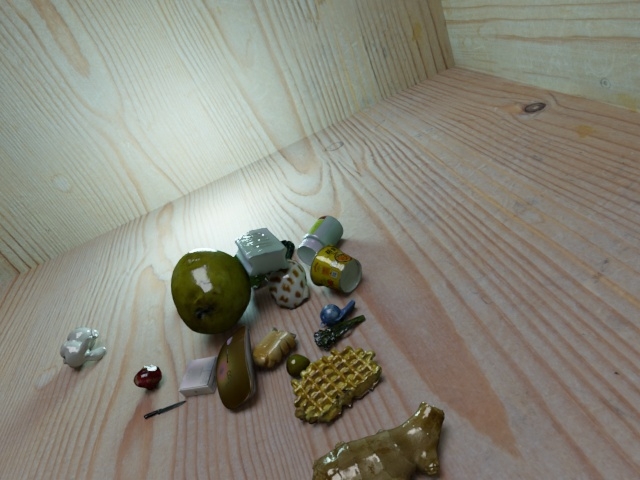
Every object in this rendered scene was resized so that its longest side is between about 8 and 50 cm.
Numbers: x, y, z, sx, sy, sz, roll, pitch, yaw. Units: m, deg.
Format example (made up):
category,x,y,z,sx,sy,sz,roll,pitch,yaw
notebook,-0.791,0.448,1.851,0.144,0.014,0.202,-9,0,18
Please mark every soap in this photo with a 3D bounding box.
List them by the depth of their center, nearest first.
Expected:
category,x,y,z,sx,sy,sz,roll,pitch,yaw
soap,-0.254,0.041,1.950,0.172,0.095,0.289,-12,23,-20

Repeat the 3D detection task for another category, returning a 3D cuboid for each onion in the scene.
category,x,y,z,sx,sy,sz,roll,pitch,yaw
onion,-0.672,0.537,1.824,0.107,0.097,0.107,-21,-8,-3

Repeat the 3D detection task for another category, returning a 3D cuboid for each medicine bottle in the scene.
category,x,y,z,sx,sy,sz,roll,pitch,yaw
medicine bottle,0.000,0.000,2.118,0.139,0.139,0.225,0,39,36

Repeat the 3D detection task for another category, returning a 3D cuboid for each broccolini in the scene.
category,x,y,z,sx,sy,sz,roll,pitch,yaw
broccolini,0.064,0.309,1.668,0.202,0.068,0.091,-35,13,-18

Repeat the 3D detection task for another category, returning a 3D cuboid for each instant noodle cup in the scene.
category,x,y,z,sx,sy,sz,roll,pitch,yaw
instant noodle cup,0.070,0.122,1.859,0.144,0.182,0.182,21,52,40

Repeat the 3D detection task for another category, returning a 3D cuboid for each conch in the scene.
category,x,y,z,sx,sy,sz,roll,pitch,yaw
conch,-0.153,0.158,1.974,0.182,0.149,0.274,-34,34,-23

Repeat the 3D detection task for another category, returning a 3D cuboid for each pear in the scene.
category,x,y,z,sx,sy,sz,roll,pitch,yaw
pear,-0.449,0.202,1.932,0.351,0.352,0.413,-31,24,-10

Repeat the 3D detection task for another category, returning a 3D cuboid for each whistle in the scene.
category,x,y,z,sx,sy,sz,roll,pitch,yaw
whistle,0.052,0.265,1.727,0.090,0.090,0.158,11,46,45

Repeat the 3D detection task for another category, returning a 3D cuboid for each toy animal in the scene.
category,x,y,z,sx,sy,sz,roll,pitch,yaw
toy animal,-1.104,0.492,2.170,0.178,0.128,0.193,-30,28,-11

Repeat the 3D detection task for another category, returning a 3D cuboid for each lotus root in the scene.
category,x,y,z,sx,sy,sz,roll,pitch,yaw
lotus root,-0.322,0.116,2.173,0.186,0.186,0.186,-18,31,11

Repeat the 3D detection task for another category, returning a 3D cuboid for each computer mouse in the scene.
category,x,y,z,sx,sy,sz,roll,pitch,yaw
computer mouse,-0.300,0.438,1.649,0.158,0.071,0.310,-41,36,19

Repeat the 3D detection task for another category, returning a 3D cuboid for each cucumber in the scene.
category,x,y,z,sx,sy,sz,roll,pitch,yaw
cucumber,-0.200,0.074,2.217,0.115,0.086,0.193,-10,40,20

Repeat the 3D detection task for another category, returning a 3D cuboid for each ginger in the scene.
category,x,y,z,sx,sy,sz,roll,pitch,yaw
ginger,0.164,0.549,1.134,0.375,0.166,0.236,-32,21,0

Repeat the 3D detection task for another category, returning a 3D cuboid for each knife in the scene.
category,x,y,z,sx,sy,sz,roll,pitch,yaw
knife,-0.567,0.615,1.703,0.170,0.010,0.023,-22,30,2

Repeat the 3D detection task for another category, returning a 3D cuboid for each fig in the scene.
category,x,y,z,sx,sy,sz,roll,pitch,yaw
fig,-0.075,0.423,1.590,0.087,0.074,0.074,-13,27,-18

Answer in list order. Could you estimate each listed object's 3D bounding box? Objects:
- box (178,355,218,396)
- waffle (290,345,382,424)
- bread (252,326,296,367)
category,x,y,z,sx,sy,sz,roll,pitch,yaw
box,-0.444,0.503,1.736,0.129,0.051,0.130,-14,37,19
waffle,0.045,0.452,1.465,0.309,0.065,0.283,-15,30,23
bread,-0.168,0.387,1.695,0.177,0.084,0.119,-43,33,-27
